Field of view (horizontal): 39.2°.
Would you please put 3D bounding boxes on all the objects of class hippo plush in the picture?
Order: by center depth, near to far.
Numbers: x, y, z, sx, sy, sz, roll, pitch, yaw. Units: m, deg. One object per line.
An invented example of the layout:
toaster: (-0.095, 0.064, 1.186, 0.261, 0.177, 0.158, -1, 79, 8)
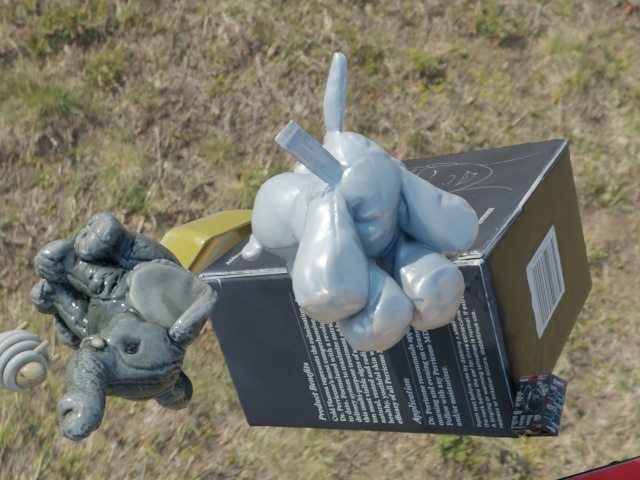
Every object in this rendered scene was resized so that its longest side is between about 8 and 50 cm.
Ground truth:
hippo plush: (0.000, 0.000, 1.016, 0.294, 0.236, 0.234, 44, 60, -21)

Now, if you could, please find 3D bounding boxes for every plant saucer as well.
plant saucer: (-0.257, 0.076, 1.619, 0.081, 0.333, 0.333, 38, 16, 5)

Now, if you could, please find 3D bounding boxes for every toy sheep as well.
toy sheep: (-0.423, 0.164, 1.257, 0.091, 0.091, 0.132, -35, 41, -29)

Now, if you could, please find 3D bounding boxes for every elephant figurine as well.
elephant figurine: (-0.180, 0.099, 0.887, 0.186, 0.169, 0.239, -34, 48, -12)

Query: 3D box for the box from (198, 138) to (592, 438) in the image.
box: (0.146, 0.066, 1.480, 0.480, 0.471, 0.297, -42, 122, -52)

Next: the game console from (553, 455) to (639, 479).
game console: (0.392, 0.440, 1.436, 0.342, 0.386, 0.060, -10, 58, -3)

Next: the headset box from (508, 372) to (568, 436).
headset box: (0.285, 0.212, 1.176, 0.032, 0.062, 0.083, 29, 64, -24)
